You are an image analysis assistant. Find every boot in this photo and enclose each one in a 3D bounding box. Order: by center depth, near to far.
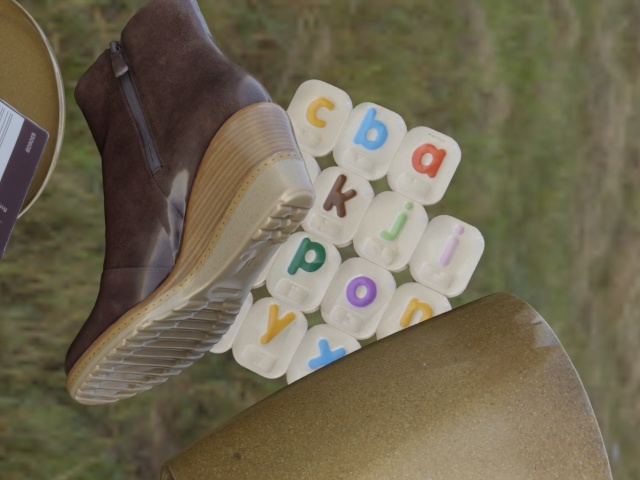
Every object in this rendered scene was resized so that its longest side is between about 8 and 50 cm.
[{"bbox_3d":[-0.124,-0.029,1.181,0.090,0.248,0.207,19,31,-53],"label":"boot"}]

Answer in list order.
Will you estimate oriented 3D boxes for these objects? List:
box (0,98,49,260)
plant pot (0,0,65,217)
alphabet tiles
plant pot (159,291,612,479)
[{"bbox_3d":[-0.359,-0.036,1.346,0.168,0.203,0.167,36,49,-28],"label":"box"},{"bbox_3d":[-0.325,-0.124,1.600,0.032,0.236,0.236,-5,97,-55],"label":"plant pot"},{"bbox_3d":[0.000,0.000,1.563,0.278,0.284,0.021,-64,169,-8],"label":"alphabet tiles"},{"bbox_3d":[0.030,0.175,1.112,0.237,0.254,0.237,168,-90,-76],"label":"plant pot"}]
